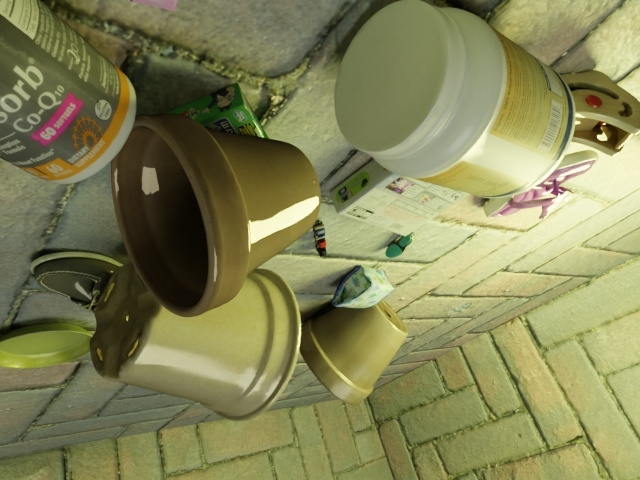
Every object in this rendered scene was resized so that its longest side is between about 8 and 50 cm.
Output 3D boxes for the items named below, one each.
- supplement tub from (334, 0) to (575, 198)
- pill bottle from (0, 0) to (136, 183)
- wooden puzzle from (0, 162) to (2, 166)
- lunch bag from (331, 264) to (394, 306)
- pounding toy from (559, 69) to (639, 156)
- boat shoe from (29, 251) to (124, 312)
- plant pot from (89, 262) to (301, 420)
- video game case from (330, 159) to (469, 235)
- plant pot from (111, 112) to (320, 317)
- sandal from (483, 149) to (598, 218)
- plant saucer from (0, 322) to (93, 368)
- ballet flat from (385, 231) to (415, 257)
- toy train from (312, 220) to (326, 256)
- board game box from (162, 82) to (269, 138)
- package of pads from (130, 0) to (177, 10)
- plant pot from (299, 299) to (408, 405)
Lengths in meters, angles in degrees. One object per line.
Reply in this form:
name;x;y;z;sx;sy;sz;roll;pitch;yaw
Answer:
supplement tub;0.199;-0.192;0.713;0.316;0.228;0.228;7;144;-41
pill bottle;-0.331;-0.180;0.470;0.162;0.162;0.278;-25;153;13
wooden puzzle;-0.476;-0.115;0.671;0.049;0.006;0.083;-12;153;-14
lunch bag;0.122;0.152;1.463;0.129;0.096;0.151;15;127;-46
pounding toy;0.498;-0.217;0.940;0.270;0.154;0.155;-11;152;-14
boat shoe;-0.445;0.103;1.011;0.109;0.091;0.305;-29;152;19
plant pot;-0.264;0.180;0.977;0.334;0.333;0.305;-34;142;29
video game case;0.197;-0.116;1.042;0.244;0.061;0.269;-34;150;31
plant pot;-0.131;-0.052;0.689;0.229;0.263;0.263;-20;161;-42
sandal;0.509;-0.102;1.121;0.169;0.102;0.416;-18;171;-1
plant saucer;-0.689;0.258;1.212;0.241;0.037;0.241;-15;154;-8
ballet flat;0.222;0.011;1.331;0.041;0.041;0.114;1;149;-33
toy train;0.000;0.000;1.163;0.027;0.036;0.158;-16;153;-5
board game box;-0.174;-0.110;0.835;0.214;0.046;0.317;-22;154;5
package of pads;-0.170;-0.287;0.513;0.050;0.032;0.083;-4;150;-32
plant pot;0.124;0.328;1.616;0.280;0.323;0.323;-43;148;12
